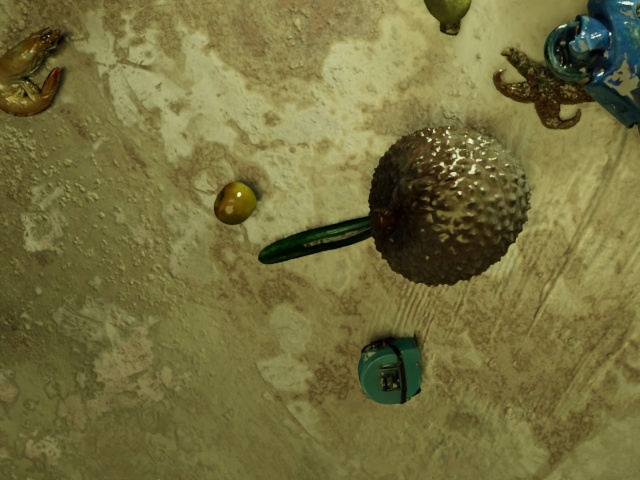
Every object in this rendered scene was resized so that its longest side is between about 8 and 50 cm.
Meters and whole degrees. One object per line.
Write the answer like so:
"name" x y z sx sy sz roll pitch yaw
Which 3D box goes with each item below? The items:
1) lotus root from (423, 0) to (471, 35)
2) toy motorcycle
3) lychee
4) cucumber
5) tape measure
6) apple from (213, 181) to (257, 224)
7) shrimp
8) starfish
"lotus root" 0.217 -0.447 1.413 0.090 0.077 0.183 -8 103 16
"toy motorcycle" 0.543 -0.299 1.355 0.319 0.241 0.182 37 151 -5
"lychee" 0.219 -0.063 1.433 0.300 0.300 0.300 4 107 12
"cucumber" 0.000 0.000 1.613 0.284 0.056 0.056 -17 102 18
"tape measure" 0.139 0.263 1.642 0.125 0.081 0.146 -7 108 -2
"apple" -0.170 -0.072 1.613 0.074 0.089 0.089 38 112 -13
"shrimp" -0.587 -0.339 1.653 0.236 0.053 0.133 -35 94 24
"starfish" 0.410 -0.276 1.444 0.210 0.053 0.150 12 121 5
